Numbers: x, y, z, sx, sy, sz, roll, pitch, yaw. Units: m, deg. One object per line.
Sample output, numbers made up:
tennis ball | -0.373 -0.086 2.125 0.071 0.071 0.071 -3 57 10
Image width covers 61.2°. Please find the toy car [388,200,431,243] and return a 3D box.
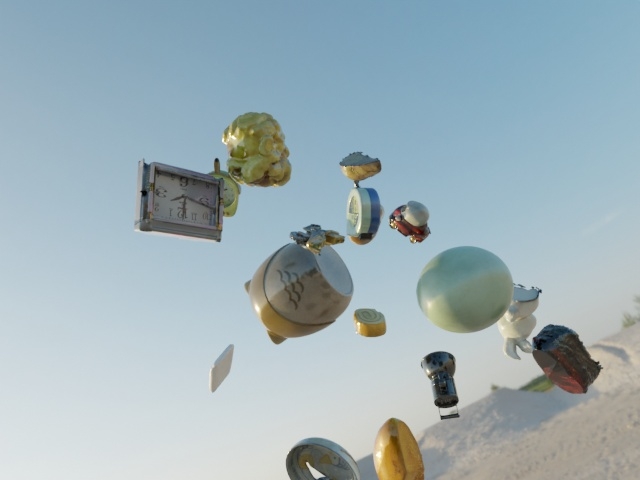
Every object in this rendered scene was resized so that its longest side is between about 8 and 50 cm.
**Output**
toy car | 0.304 -0.070 1.745 0.112 0.139 0.112 -37 -13 -39

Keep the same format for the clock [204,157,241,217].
clock | -0.382 -0.202 2.071 0.170 0.069 0.231 18 -52 -9

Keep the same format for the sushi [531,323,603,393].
sushi | 0.796 0.384 1.767 0.126 0.225 0.136 -43 2 -24

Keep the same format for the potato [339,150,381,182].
potato | 0.131 -0.225 1.776 0.101 0.172 0.089 -28 -62 -16

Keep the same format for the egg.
egg | 0.462 0.155 1.728 0.389 0.276 0.276 -12 -25 -49

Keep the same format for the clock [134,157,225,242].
clock | -0.362 -0.096 1.406 0.083 0.186 0.253 -9 -14 44

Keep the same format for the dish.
dish | 0.029 0.772 1.870 0.273 0.273 0.134 -41 -2 33

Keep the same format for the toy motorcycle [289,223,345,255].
toy motorcycle | 0.000 -0.001 1.940 0.229 0.130 0.093 -3 -69 -45

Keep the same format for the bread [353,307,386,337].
bread | 0.188 0.312 2.036 0.122 0.073 0.149 -4 17 -4

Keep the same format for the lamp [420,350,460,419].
lamp | 0.493 0.576 2.181 0.147 0.227 0.172 -11 -52 8

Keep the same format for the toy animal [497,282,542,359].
toy animal | 0.860 0.343 2.364 0.183 0.247 0.309 -2 -61 8

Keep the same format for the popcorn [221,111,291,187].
popcorn | -0.157 -0.231 1.460 0.200 0.203 0.225 -24 -31 -51

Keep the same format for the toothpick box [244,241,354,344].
toothpick box | -0.101 0.225 2.398 0.425 0.408 0.409 -33 -23 21

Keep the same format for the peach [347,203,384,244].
peach | 0.239 -0.095 2.819 0.251 0.153 0.251 -41 -26 -25

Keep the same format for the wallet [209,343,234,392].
wallet | -0.353 0.453 1.917 0.124 0.032 0.182 -49 -20 -44

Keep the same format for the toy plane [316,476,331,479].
toy plane | 0.026 0.896 2.025 0.083 0.031 0.078 -8 -29 -15

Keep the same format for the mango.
mango | 0.311 0.881 2.186 0.199 0.349 0.201 -12 9 9

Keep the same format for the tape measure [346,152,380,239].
tape measure | 0.170 -0.180 2.173 0.098 0.350 0.215 -3 5 -15
